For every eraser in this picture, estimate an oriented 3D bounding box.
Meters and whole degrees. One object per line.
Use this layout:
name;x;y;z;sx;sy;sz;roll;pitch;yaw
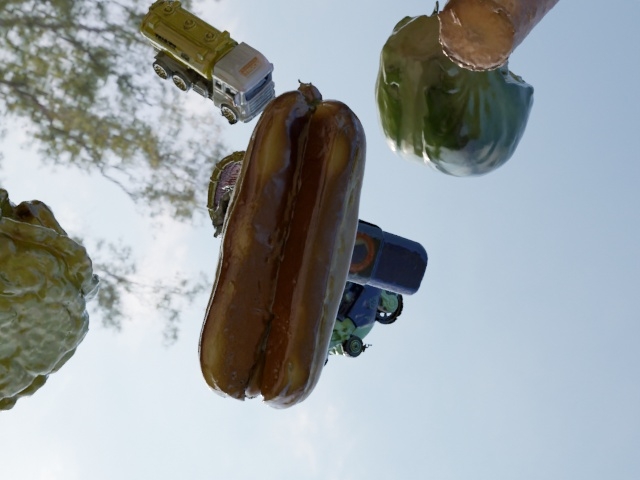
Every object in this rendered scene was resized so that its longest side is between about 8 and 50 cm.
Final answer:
eraser;0.000;0.000;1.280;0.155;0.332;0.101;17;-91;58

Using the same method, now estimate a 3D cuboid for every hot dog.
hot dog;-0.032;0.000;0.832;0.135;0.100;0.337;11;-95;9

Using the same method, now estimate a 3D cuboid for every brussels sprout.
brussels sprout;0.270;-0.287;1.658;0.314;0.371;0.276;-52;-134;5

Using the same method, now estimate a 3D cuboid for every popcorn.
popcorn;-0.364;0.065;0.927;0.174;0.225;0.285;39;-63;46

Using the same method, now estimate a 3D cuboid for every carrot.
carrot;0.303;-0.428;1.354;0.196;0.196;0.254;4;-134;47

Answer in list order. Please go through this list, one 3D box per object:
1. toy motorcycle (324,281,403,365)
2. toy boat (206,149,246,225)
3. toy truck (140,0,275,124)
toy motorcycle;0.046;0.148;1.774;0.125;0.331;0.196;-2;-68;55
toy boat;-0.218;-0.122;2.073;0.099;0.141;0.317;-85;-170;-46
toy truck;-0.179;-0.287;1.285;0.227;0.114;0.098;35;-117;15
